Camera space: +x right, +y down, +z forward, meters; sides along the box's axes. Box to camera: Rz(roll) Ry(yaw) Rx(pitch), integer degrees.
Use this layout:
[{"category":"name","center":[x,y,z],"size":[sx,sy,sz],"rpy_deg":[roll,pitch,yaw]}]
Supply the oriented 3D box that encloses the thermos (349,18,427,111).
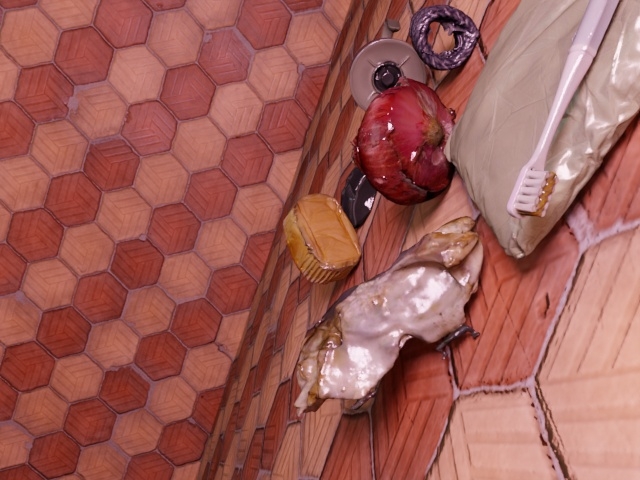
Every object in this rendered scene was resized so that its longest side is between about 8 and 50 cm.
[{"category":"thermos","center":[0.133,-0.364,1.149],"size":[0.265,0.146,0.176],"rpy_deg":[-85,10,-66]}]

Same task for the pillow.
[{"category":"pillow","center":[0.227,-0.157,0.578],"size":[0.280,0.076,0.274],"rpy_deg":[-94,26,-59]}]

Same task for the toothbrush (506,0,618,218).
[{"category":"toothbrush","center":[0.228,-0.177,0.457],"size":[0.030,0.025,0.342],"rpy_deg":[19,87,63]}]

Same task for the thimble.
[{"category":"thimble","center":[0.194,-0.326,0.892],"size":[0.066,0.104,0.095],"rpy_deg":[-110,38,-68]}]

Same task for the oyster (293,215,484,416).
[{"category":"oyster","center":[0.083,0.109,0.697],"size":[0.337,0.133,0.198],"rpy_deg":[-47,-2,33]}]

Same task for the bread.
[{"category":"bread","center":[0.000,0.000,1.176],"size":[0.190,0.132,0.114],"rpy_deg":[69,153,21]}]

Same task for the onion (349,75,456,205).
[{"category":"onion","center":[0.112,-0.137,0.798],"size":[0.147,0.184,0.184],"rpy_deg":[0,69,38]}]

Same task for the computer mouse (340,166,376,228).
[{"category":"computer mouse","center":[0.084,-0.117,1.206],"size":[0.106,0.062,0.192],"rpy_deg":[-145,72,-77]}]
